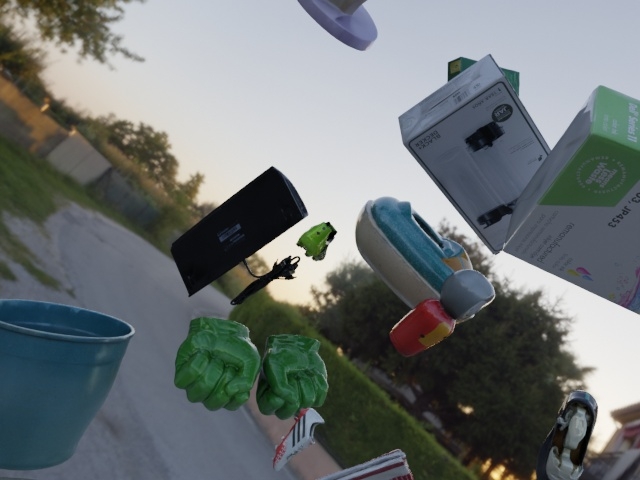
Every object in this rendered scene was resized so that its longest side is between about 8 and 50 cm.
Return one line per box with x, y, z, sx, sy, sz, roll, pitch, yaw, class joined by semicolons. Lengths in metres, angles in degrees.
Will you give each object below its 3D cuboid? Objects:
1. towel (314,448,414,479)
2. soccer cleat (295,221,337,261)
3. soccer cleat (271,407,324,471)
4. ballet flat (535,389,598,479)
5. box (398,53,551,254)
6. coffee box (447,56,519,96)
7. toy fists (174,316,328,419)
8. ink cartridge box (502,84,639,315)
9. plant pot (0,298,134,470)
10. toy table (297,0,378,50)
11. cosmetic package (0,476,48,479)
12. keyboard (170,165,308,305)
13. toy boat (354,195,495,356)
0.061;0.501;0.841;0.037;0.237;0.328;-115;-173;-60;towel
0.000;0.000;0.924;0.060;0.072;0.179;50;1;4;soccer cleat
-0.027;0.243;0.588;0.036;0.083;0.029;26;-17;27;soccer cleat
0.422;0.356;0.838;0.074;0.203;0.074;19;1;0;ballet flat
0.274;-0.122;0.781;0.290;0.169;0.087;42;30;-28;box
0.340;-0.307;1.017;0.184;0.113;0.040;-2;3;-31;coffee box
-0.110;0.226;0.845;0.279;0.142;0.096;18;-33;-27;toy fists
0.436;-0.007;0.580;0.354;0.119;0.207;26;-41;8;ink cartridge box
-0.521;0.267;0.915;0.272;0.255;0.271;14;-2;1;plant pot
0.053;-0.537;0.984;0.274;0.252;0.161;52;-47;13;toy table
-0.452;0.432;0.697;0.310;0.160;0.113;1;-18;5;cosmetic package
-0.148;0.020;0.928;0.033;0.317;0.201;-2;63;-60;keyboard
0.173;0.050;0.759;0.267;0.148;0.318;43;20;-12;toy boat
